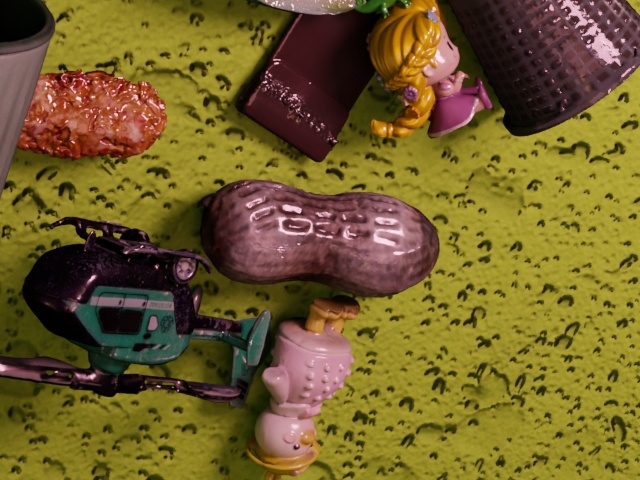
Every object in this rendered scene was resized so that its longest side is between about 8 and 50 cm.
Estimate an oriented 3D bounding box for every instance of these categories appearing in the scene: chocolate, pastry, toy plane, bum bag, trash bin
[{"bbox_3d":[0.000,0.000,1.799,0.248,0.110,0.110,3,108,-16],"label":"chocolate"},{"bbox_3d":[-0.226,-0.116,1.699,0.169,0.063,0.087,8,97,-18],"label":"pastry"},{"bbox_3d":[-0.157,0.074,1.714,0.382,0.106,0.155,11,98,-55],"label":"toy plane"},{"bbox_3d":[0.002,-0.163,1.782,0.109,0.026,0.159,30,95,-29],"label":"bum bag"},{"bbox_3d":[0.208,-0.213,1.773,0.175,0.175,0.161,-38,107,-4],"label":"trash bin"}]

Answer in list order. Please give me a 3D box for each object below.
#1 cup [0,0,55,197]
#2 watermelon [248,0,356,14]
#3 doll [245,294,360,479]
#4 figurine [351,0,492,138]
[{"bbox_3d":[-0.446,-0.060,1.510,0.401,0.310,0.392,12,109,-13],"label":"cup"},{"bbox_3d":[-0.049,-0.252,1.704,0.180,0.081,0.094,35,85,-33],"label":"watermelon"},{"bbox_3d":[-0.021,0.150,1.858,0.129,0.081,0.207,-2,115,-55],"label":"doll"},{"bbox_3d":[0.076,-0.169,1.759,0.115,0.095,0.156,-30,109,1],"label":"figurine"}]
